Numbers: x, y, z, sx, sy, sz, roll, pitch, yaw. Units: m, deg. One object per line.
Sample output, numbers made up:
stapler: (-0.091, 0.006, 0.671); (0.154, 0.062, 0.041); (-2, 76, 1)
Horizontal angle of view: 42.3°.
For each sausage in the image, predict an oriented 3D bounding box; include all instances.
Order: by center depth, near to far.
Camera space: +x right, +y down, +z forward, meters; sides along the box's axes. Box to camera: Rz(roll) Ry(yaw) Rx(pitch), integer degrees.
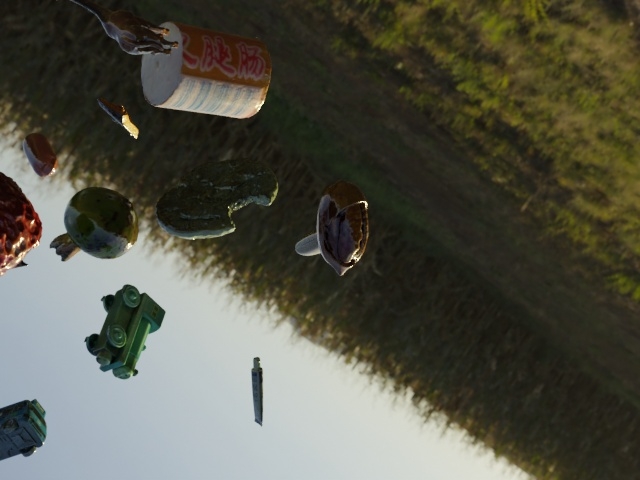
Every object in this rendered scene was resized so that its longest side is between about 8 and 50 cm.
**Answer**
sausage: (-0.311, -0.458, 2.251); (0.287, 0.233, 0.233); (2, -161, -37)
sausage: (-0.786, -0.241, 2.324); (0.077, 0.077, 0.194); (37, -171, -45)

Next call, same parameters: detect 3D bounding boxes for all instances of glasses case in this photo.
glasses case: (0.000, 0.000, 2.249); (0.234, 0.079, 0.064); (155, 101, -67)

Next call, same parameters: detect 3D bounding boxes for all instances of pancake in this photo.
pancake: (-0.200, -0.082, 1.574); (0.253, 0.253, 0.037); (32, 147, 49)

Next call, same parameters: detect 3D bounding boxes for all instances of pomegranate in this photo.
pomegranate: (-0.595, -0.030, 2.176); (0.202, 0.248, 0.202); (53, -170, -14)

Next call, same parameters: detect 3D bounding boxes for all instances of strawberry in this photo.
strawberry: (-0.778, -0.037, 1.799); (0.292, 0.292, 0.310); (34, 165, 27)

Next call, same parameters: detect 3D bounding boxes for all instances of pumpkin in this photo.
pumpkin: (-0.409, -0.256, 1.697); (0.073, 0.035, 0.101); (43, 171, 14)

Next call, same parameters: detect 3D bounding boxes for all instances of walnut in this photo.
walnut: (0.047, -0.027, 1.777); (0.116, 0.207, 0.116); (4, -174, 0)

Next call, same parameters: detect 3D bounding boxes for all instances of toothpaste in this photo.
toothpaste: (-0.194, 0.464, 2.550); (0.037, 0.216, 0.062); (-5, -170, -23)

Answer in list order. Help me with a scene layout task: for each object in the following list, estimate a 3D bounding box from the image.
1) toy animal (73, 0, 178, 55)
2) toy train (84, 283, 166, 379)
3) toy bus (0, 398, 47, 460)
toy animal: (-0.430, -0.463, 1.742); (0.229, 0.066, 0.224); (6, -146, -33)
toy train: (-0.586, 0.276, 2.505); (0.194, 0.120, 0.298); (49, -147, -32)
toy bus: (-0.874, 0.529, 2.267); (0.134, 0.246, 0.113); (-95, -18, -59)
